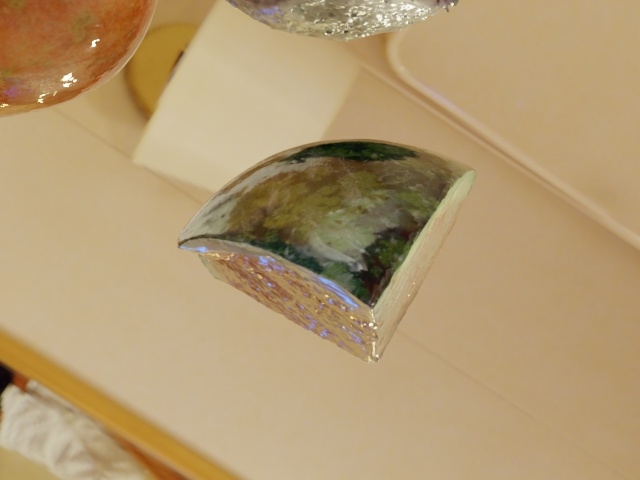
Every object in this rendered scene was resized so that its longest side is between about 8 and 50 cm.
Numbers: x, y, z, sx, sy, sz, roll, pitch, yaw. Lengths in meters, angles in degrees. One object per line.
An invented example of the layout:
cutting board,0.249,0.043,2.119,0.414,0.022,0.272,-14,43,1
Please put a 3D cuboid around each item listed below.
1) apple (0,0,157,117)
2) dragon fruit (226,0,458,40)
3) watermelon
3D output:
apple,-0.215,-0.185,0.683,0.254,0.253,0.253,-57,-177,5
dragon fruit,0.011,-0.323,1.177,0.204,0.221,0.283,-15,-113,38
watermelon,0.000,0.000,0.898,0.256,0.260,0.176,-18,123,-52
